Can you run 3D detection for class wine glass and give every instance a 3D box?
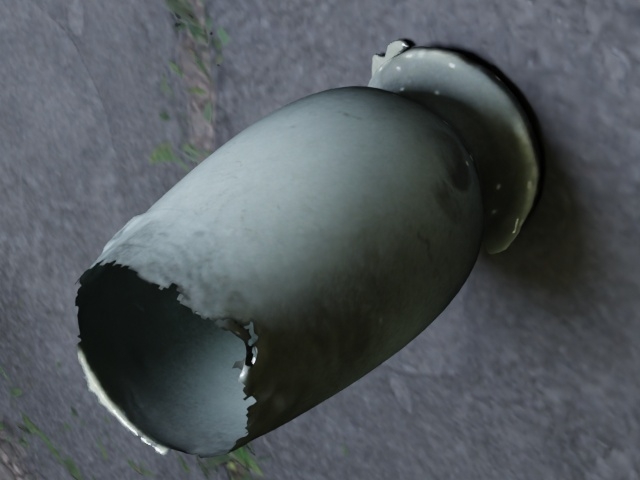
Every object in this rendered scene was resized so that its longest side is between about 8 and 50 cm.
[{"bbox_3d":[0.000,0.000,0.648,0.111,0.204,0.111,25,133,30],"label":"wine glass"}]
